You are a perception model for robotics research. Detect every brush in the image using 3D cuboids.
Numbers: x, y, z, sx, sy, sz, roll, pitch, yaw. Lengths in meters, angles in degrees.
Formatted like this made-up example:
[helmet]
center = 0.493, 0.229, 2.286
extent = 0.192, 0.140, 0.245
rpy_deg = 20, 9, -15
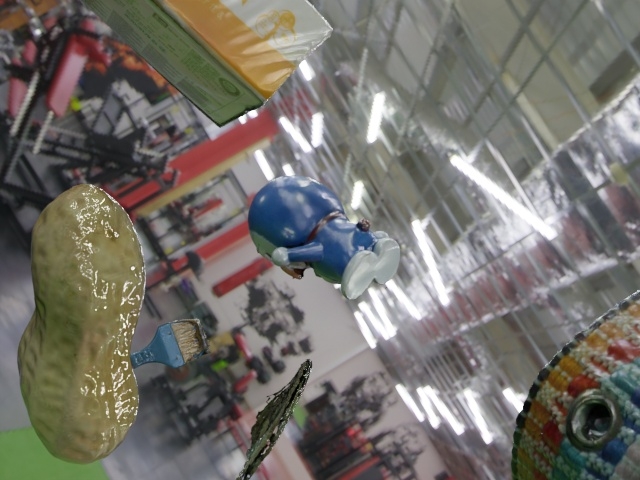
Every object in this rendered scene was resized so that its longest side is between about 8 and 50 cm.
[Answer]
[brush]
center = -0.204, 0.132, 0.953
extent = 0.014, 0.164, 0.051
rpy_deg = 111, -44, -77

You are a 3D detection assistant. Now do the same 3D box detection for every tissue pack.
[tissue pack]
center = -0.125, -0.235, 0.853
extent = 0.225, 0.124, 0.185
rpy_deg = 43, -15, -15

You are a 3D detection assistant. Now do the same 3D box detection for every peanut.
[peanut]
center = -0.228, 0.079, 0.832
extent = 0.125, 0.111, 0.274
rpy_deg = 20, -72, 41

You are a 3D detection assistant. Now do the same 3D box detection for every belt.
[belt]
center = 0.281, 0.127, 0.621
extent = 0.206, 0.295, 0.160
rpy_deg = 58, -8, -27

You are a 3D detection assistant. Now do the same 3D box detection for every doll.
[doll]
center = 0.000, 0.000, 1.404
extent = 0.257, 0.215, 0.161
rpy_deg = 37, -60, 32

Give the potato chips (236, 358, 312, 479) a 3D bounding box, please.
[potato chips]
center = -0.068, 0.260, 1.249
extent = 0.029, 0.202, 0.220
rpy_deg = 30, -12, -5
